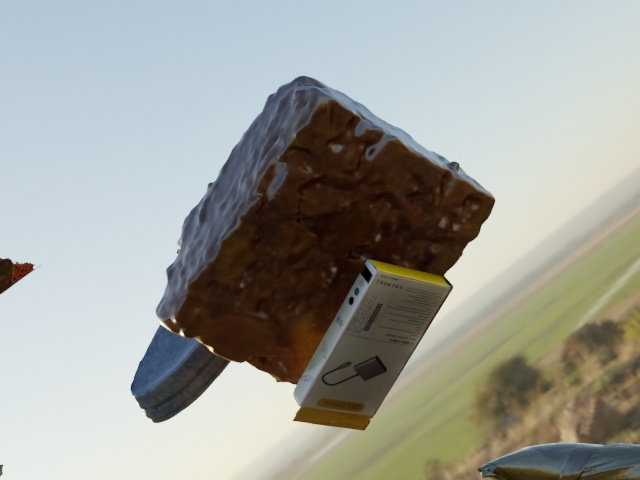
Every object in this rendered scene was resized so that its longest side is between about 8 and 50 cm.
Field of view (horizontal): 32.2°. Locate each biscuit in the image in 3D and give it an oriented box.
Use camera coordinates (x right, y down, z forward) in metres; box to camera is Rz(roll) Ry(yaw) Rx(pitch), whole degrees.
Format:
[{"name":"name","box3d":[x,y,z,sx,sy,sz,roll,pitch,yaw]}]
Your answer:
[{"name":"biscuit","box3d":[0.000,0.000,1.516,0.395,0.342,0.166,-53,34,15]}]

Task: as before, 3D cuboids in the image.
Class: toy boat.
[{"name":"toy boat","box3d":[-0.184,0.151,1.683,0.283,0.078,0.127,-53,40,-8]}]

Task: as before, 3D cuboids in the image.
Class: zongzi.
[{"name":"zongzi","box3d":[0.448,0.394,1.878,0.260,0.123,0.289,-15,-27,34]}]

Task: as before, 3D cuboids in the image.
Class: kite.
[{"name":"kite","box3d":[-0.584,0.080,1.972,0.125,0.008,0.222,-59,-16,-2]}]

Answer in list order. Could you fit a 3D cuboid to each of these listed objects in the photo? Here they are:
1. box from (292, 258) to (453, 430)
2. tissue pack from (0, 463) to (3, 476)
[{"name":"box","box3d":[0.060,0.139,1.437,0.129,0.033,0.247,14,-64,-34]},{"name":"tissue pack","box3d":[-0.475,0.361,1.411,0.122,0.026,0.193,0,-55,-24]}]
